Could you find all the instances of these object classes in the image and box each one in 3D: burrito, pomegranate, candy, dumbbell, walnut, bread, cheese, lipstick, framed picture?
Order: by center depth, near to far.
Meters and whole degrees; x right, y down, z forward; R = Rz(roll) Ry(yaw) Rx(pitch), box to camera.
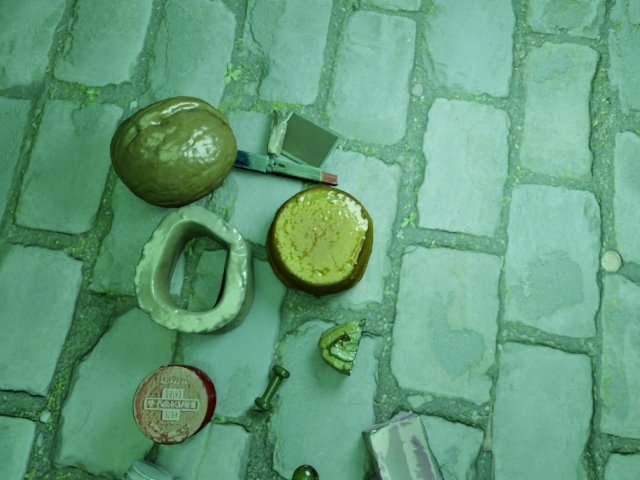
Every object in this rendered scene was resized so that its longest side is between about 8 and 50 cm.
[{"bbox_3d":[0.216,0.575,1.246,0.156,0.116,0.264,-19,78,-3],"label":"candy"},{"bbox_3d":[-0.036,0.602,1.259,0.073,0.084,0.073,1,85,-6],"label":"pomegranate"},{"bbox_3d":[-0.127,0.390,1.329,0.052,0.046,0.117,28,80,12],"label":"dumbbell"},{"bbox_3d":[0.054,0.268,1.334,0.110,0.103,0.156,15,72,16],"label":"bread"},{"bbox_3d":[-0.322,0.083,1.348,0.293,0.153,0.331,9,79,3],"label":"cheese"},{"bbox_3d":[0.000,-0.006,1.352,0.313,0.172,0.311,0,80,0],"label":"bread"},{"bbox_3d":[-0.386,-0.241,1.358,0.333,0.333,0.332,0,77,1],"label":"walnut"},{"bbox_3d":[-0.097,-0.206,1.458,0.313,0.051,0.051,12,86,4],"label":"lipstick"},{"bbox_3d":[-0.127,-0.316,1.479,0.055,0.041,0.149,7,77,17],"label":"burrito"},{"bbox_3d":[-0.046,-0.298,1.501,0.183,0.011,0.141,30,79,7],"label":"framed picture"}]

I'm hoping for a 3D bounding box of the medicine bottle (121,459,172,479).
[{"bbox_3d":[-0.480,0.700,1.194,0.124,0.179,0.324,24,78,7],"label":"medicine bottle"}]

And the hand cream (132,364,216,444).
[{"bbox_3d":[-0.368,0.414,1.286,0.193,0.125,0.192,0,78,2],"label":"hand cream"}]
